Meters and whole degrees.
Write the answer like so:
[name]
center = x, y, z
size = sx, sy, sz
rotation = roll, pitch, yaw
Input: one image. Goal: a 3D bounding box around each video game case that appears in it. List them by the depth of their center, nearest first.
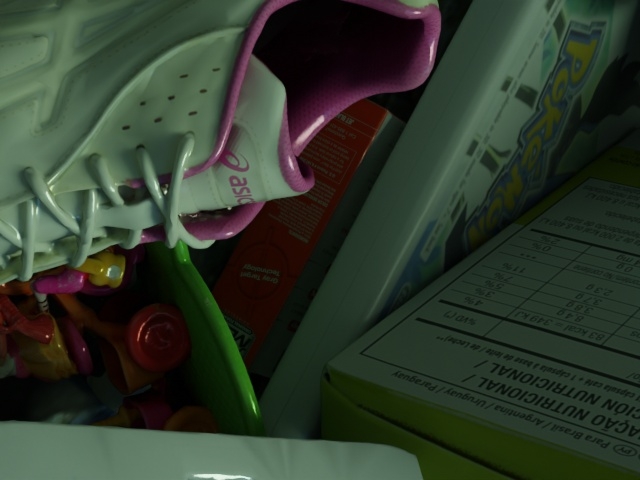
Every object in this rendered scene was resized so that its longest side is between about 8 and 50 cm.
[video game case]
center = 0.102, 0.006, 0.997
size = 0.329, 0.036, 0.300
rotation = -62, 152, -12

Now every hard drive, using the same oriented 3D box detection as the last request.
[hard drive]
center = -0.130, 0.173, 0.806
size = 0.210, 0.040, 0.319
rotation = 8, 143, -39

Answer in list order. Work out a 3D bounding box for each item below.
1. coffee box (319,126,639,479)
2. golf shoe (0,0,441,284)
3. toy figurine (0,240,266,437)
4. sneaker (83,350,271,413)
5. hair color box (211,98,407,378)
[coffee box]
center = 0.226, 0.180, 0.915
size = 0.334, 0.338, 0.337
rotation = -34, 132, -47
[golf shoe]
center = -0.089, -0.040, 0.689
size = 0.306, 0.140, 0.115
rotation = -40, 150, -12
[toy figurine]
center = -0.125, 0.063, 0.795
size = 0.159, 0.130, 0.173
rotation = -21, 105, -19
[sneaker]
center = -0.050, 0.084, 0.937
size = 0.057, 0.075, 0.161
rotation = -51, 150, 4
[hair color box]
center = 0.000, 0.000, 0.918
size = 0.141, 0.043, 0.072
rotation = -62, 148, 1
